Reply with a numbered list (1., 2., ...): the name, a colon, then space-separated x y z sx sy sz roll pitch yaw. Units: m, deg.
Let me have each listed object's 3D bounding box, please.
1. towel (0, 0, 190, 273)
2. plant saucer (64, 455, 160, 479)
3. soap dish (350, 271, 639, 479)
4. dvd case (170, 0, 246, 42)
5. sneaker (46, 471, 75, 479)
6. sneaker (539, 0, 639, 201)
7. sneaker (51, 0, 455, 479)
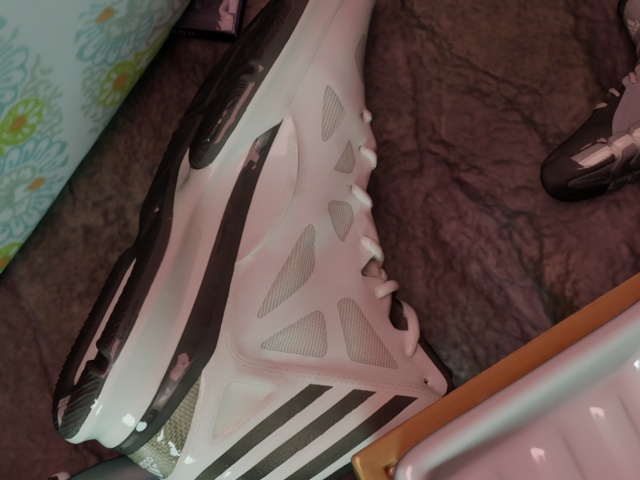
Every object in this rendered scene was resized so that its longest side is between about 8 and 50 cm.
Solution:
1. towel: -0.253 -0.136 0.861 0.090 0.320 0.374 36 91 19
2. plant saucer: -0.092 0.291 0.840 0.317 0.044 0.318 8 60 -13
3. soap dish: 0.178 0.175 0.818 0.290 0.118 0.229 -28 90 -25
4. dvd case: -0.138 -0.297 1.048 0.179 0.029 0.239 8 79 7
5. sneaker: -0.137 0.259 0.917 0.081 0.080 0.211 -33 77 -24
6. sneaker: 0.250 -0.128 0.957 0.228 0.086 0.132 -26 72 -11
7. sneaker: -0.001 0.001 0.936 0.257 0.169 0.448 31 67 -17
